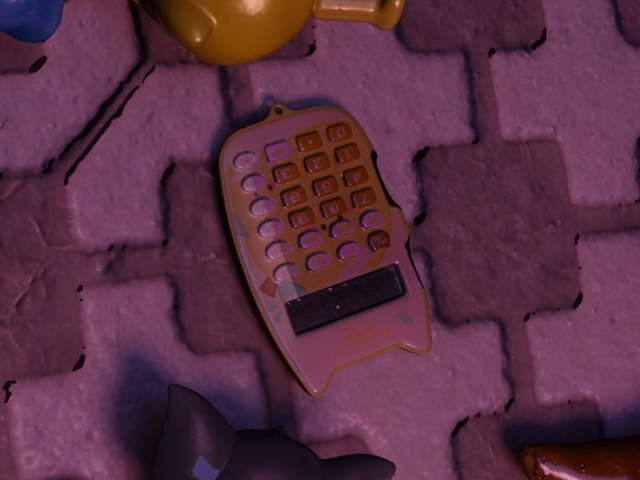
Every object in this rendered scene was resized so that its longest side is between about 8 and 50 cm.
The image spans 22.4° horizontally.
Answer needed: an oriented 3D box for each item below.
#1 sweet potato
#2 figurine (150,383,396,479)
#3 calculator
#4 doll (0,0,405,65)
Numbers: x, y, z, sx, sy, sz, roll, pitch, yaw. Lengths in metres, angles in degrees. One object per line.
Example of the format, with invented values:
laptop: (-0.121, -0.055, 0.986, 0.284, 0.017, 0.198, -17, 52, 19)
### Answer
sweet potato: (0.339, 0.204, 1.426, 0.359, 0.112, 0.112, -6, 86, -30)
figurine: (-0.085, 0.249, 1.199, 0.193, 0.140, 0.265, 28, 57, -3)
calculator: (0.000, 0.000, 1.326, 0.157, 0.033, 0.236, -18, 89, -26)
doll: (-0.122, -0.216, 1.248, 0.363, 0.145, 0.199, 2, 43, -17)
